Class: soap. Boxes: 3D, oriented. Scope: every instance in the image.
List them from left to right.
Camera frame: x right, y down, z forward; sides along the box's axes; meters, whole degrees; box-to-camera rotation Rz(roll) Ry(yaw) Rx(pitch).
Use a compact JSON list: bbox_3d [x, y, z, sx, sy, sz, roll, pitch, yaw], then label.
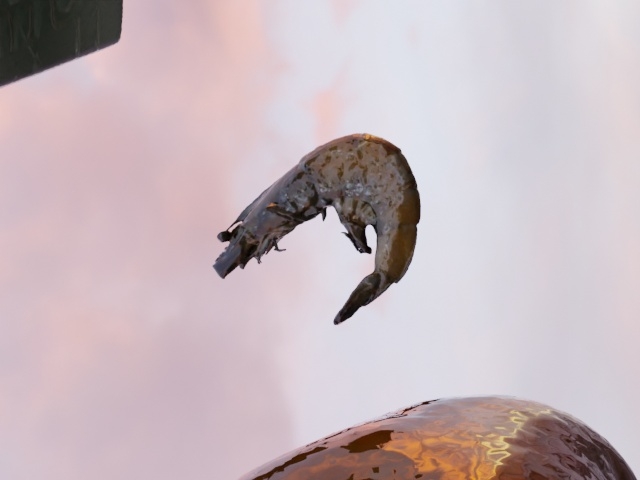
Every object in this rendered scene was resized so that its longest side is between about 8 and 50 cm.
[{"bbox_3d":[-0.271,-0.205,1.395,0.230,0.091,0.145,-30,-47,-46],"label":"soap"}]

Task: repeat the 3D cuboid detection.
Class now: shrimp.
[{"bbox_3d":[0.000,0.000,1.516,0.051,0.217,0.150,-1,-119,-62],"label":"shrimp"}]

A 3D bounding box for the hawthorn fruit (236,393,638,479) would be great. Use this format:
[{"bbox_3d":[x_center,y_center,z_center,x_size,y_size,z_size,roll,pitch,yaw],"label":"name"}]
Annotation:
[{"bbox_3d":[0.037,0.216,0.841,0.268,0.300,0.268,-15,-90,-78],"label":"hawthorn fruit"}]
